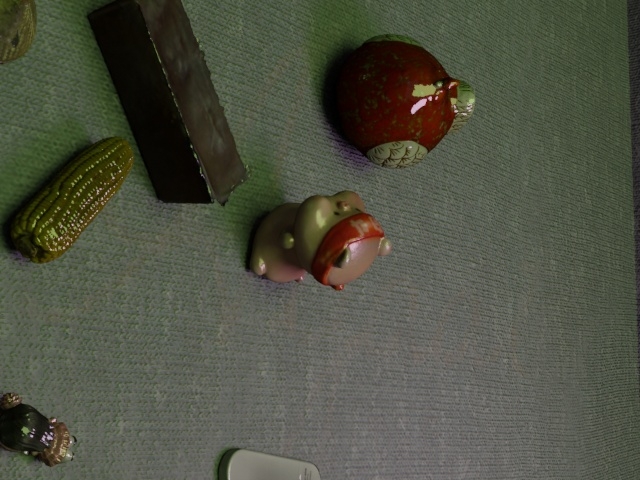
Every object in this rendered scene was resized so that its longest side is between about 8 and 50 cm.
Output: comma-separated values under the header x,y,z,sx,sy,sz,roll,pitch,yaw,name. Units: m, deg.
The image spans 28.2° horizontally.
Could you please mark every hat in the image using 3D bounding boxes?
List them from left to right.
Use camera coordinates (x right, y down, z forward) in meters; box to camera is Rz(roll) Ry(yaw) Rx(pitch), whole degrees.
x,y,z,sx,sy,sz,roll,pitch,yaw,name
-0.393,-0.301,1.613,0.146,0.067,0.146,10,77,-54,hat

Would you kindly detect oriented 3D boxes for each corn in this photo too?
x,y,z,sx,sy,sz,roll,pitch,yaw,name
-0.321,-0.056,1.675,0.231,0.080,0.080,-55,129,-45,corn

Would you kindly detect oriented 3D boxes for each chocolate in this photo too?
x,y,z,sx,sy,sz,roll,pitch,yaw,name
-0.217,-0.199,1.813,0.112,0.112,0.321,-44,119,-50,chocolate

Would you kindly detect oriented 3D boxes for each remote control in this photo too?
x,y,z,sx,sy,sz,roll,pitch,yaw,name
-0.076,0.376,2.005,0.245,0.022,0.077,23,69,-52,remote control

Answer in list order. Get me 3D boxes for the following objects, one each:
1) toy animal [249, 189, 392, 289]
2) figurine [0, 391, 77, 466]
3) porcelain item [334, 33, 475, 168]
x,y,z,sx,sy,sz,roll,pitch,yaw,name
0.000,0.000,2.012,0.171,0.198,0.171,4,85,-58,toy animal
-0.354,0.240,1.604,0.129,0.054,0.072,37,53,-49,figurine
0.155,-0.250,2.242,0.253,0.253,0.253,11,76,-54,porcelain item
